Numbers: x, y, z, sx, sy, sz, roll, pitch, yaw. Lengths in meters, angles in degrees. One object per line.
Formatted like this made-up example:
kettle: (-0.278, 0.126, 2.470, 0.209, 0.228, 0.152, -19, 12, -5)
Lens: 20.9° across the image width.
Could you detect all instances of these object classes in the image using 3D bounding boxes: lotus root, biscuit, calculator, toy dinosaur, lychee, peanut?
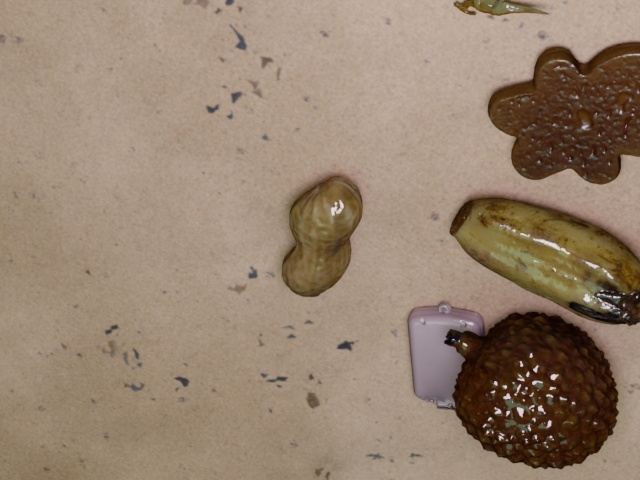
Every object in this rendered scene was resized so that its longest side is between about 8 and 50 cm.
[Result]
lotus root: (0.281, 0.018, 2.071, 0.258, 0.097, 0.110, 27, 123, 7)
biscuit: (0.313, -0.145, 1.970, 0.236, 0.039, 0.180, -13, 119, 25)
calculator: (0.165, 0.151, 2.245, 0.100, 0.032, 0.175, 4, 126, 14)
toy dinosaur: (0.198, -0.266, 1.923, 0.113, 0.026, 0.041, 4, 134, 27)
lychee: (0.257, 0.177, 2.133, 0.238, 0.200, 0.200, 36, 129, -1)
peanut: (-0.002, -0.001, 2.154, 0.089, 0.089, 0.192, 18, 129, 4)
